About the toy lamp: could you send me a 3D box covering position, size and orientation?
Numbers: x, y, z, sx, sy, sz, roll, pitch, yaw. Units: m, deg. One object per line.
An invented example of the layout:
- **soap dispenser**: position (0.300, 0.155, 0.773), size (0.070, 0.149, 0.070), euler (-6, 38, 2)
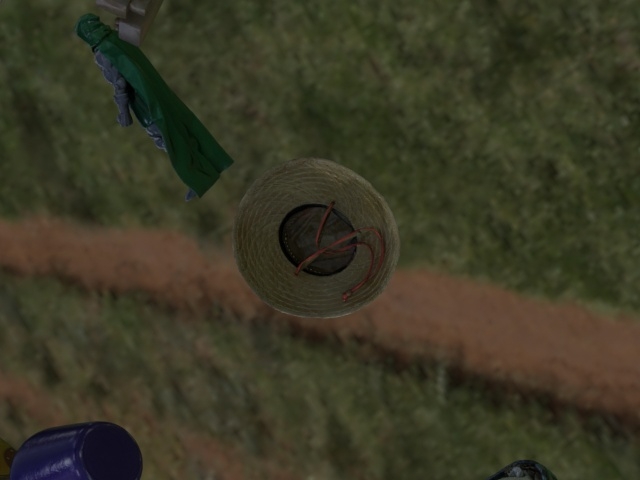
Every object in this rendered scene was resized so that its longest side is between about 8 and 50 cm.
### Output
- **toy lamp**: position (-0.206, 0.187, 1.134), size (0.274, 0.080, 0.080), euler (-36, 85, 45)

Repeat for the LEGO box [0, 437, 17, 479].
- **LEGO box**: position (-0.608, 0.214, 1.852), size (0.500, 0.193, 0.372), euler (33, -170, 25)

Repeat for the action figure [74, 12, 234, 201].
- **action figure**: position (-0.193, -0.154, 1.883), size (0.232, 0.063, 0.137), euler (55, -164, -10)

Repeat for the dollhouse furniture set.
- **dollhouse furniture set**: position (-0.204, -0.303, 1.694), size (0.123, 0.144, 0.151), euler (25, 165, -1)

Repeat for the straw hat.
- **straw hat**: position (0.000, 0.000, 1.456), size (0.144, 0.144, 0.061), euler (56, -172, 5)

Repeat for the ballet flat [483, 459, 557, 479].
- **ballet flat**: position (0.130, 0.254, 1.546), size (0.070, 0.188, 0.070), euler (58, 172, 12)
